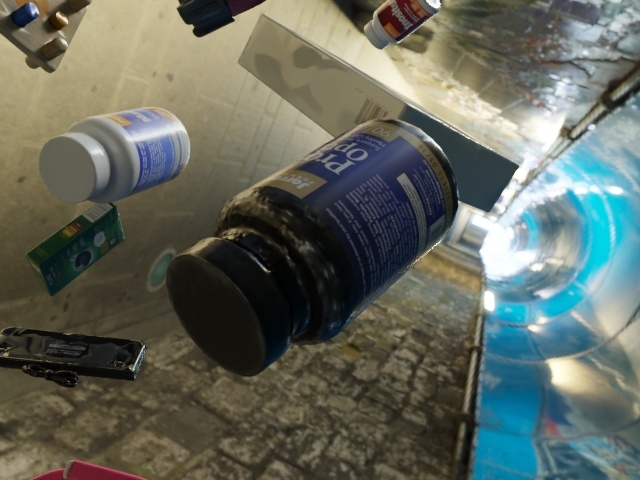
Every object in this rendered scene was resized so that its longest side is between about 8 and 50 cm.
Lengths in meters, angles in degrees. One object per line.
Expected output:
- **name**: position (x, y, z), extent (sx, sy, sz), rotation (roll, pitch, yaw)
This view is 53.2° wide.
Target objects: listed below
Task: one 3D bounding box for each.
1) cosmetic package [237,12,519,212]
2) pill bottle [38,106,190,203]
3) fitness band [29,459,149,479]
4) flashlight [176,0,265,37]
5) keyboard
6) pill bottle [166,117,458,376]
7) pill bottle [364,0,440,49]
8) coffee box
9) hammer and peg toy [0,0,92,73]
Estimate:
- **cosmetic package**: position (0.082, -0.198, 0.987), extent (0.285, 0.377, 0.097), rotation (12, 114, -43)
- **pill bottle**: position (-0.364, -0.153, 1.146), extent (0.272, 0.152, 0.152), rotation (-42, 153, -65)
- **fitness band**: position (-0.268, 0.387, 0.764), extent (0.054, 0.291, 0.209), rotation (96, 10, -58)
- **flashlight**: position (-0.014, -0.315, 0.638), extent (0.103, 0.304, 0.103), rotation (63, 5, -20)
- **keyboard**: position (-0.309, 0.143, 0.764), extent (0.108, 0.180, 0.023), rotation (-97, -166, -71)
- **pill bottle**: position (0.000, 0.000, 0.477), extent (0.219, 0.123, 0.122), rotation (-36, 150, -40)
- **pill bottle**: position (0.168, -0.470, 1.340), extent (0.152, 0.086, 0.086), rotation (-31, -167, 38)
- **coffee box**: position (-0.459, 0.011, 1.210), extent (0.184, 0.040, 0.113), rotation (-46, 161, -30)
- **hammer and peg toy**: position (-0.722, -0.587, 1.471), extent (0.361, 0.127, 0.265), rotation (43, 44, -42)
